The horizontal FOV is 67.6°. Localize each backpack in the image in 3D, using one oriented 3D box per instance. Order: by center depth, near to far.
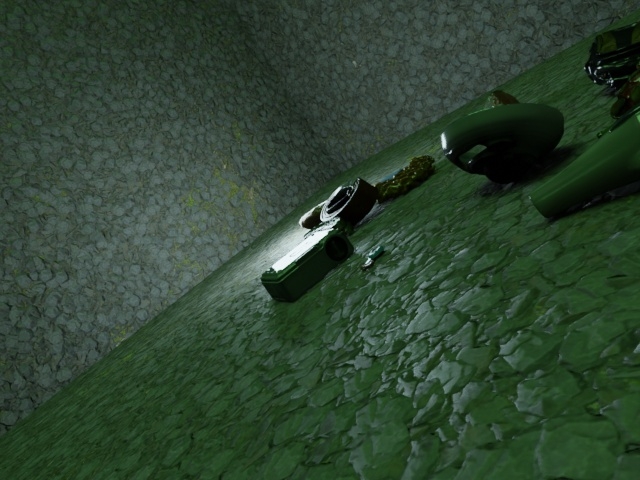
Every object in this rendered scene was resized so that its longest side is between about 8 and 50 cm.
[{"bbox_3d":[0.828,-0.489,1.289,0.206,0.133,0.258,-15,26,38],"label":"backpack"}]

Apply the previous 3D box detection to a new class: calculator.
[{"bbox_3d":[0.297,-0.250,2.062,0.121,0.039,0.210,-26,12,31],"label":"calculator"}]

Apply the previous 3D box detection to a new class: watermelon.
[{"bbox_3d":[0.661,-0.459,1.779,0.231,0.128,0.146,-25,-28,-49],"label":"watermelon"}]

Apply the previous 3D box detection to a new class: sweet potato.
[{"bbox_3d":[0.067,-0.136,2.090,0.385,0.109,0.109,-23,14,29],"label":"sweet potato"}]

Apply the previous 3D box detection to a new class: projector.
[{"bbox_3d":[-0.045,0.069,1.448,0.257,0.099,0.192,-38,12,-21],"label":"projector"}]

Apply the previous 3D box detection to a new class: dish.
[{"bbox_3d":[0.425,-0.198,1.120,0.274,0.133,0.273,-1,-13,0],"label":"dish"}]

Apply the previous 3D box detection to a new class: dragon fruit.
[{"bbox_3d":[0.595,-0.243,0.859,0.236,0.135,0.137,-52,-3,34],"label":"dragon fruit"}]

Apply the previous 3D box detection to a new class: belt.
[{"bbox_3d":[0.106,-0.136,1.795,0.261,0.105,0.184,-37,28,52],"label":"belt"}]

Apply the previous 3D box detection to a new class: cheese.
[{"bbox_3d":[0.136,0.042,1.237,0.047,0.017,0.111,-29,10,42],"label":"cheese"}]

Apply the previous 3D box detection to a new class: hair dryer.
[{"bbox_3d":[0.437,-0.084,0.710,0.298,0.119,0.296,-54,13,-29],"label":"hair dryer"}]

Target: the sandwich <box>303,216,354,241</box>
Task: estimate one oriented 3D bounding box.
[{"bbox_3d":[-0.002,-0.007,1.727,0.159,0.079,0.235,-41,12,-35],"label":"sandwich"}]

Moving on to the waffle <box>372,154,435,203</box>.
[{"bbox_3d":[0.314,-0.230,1.840,0.293,0.069,0.260,-34,14,2],"label":"waffle"}]
